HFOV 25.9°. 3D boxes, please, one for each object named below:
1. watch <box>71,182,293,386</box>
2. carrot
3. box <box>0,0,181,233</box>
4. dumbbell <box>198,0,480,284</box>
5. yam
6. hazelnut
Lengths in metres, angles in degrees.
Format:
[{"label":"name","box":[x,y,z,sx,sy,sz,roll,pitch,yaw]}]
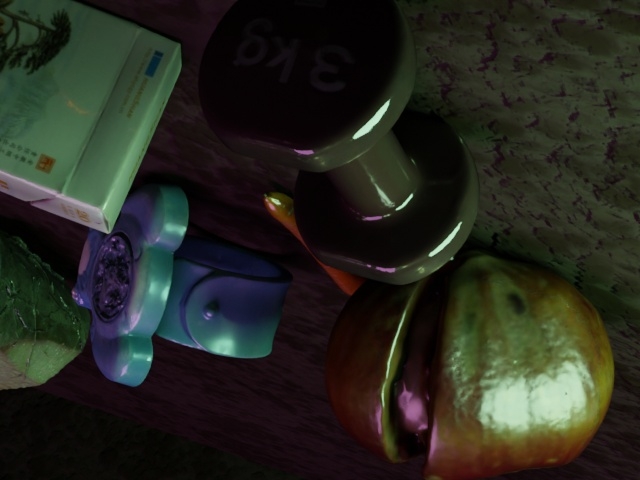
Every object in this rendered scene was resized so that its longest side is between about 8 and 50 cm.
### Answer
[{"label":"watch","box":[-0.136,0.047,1.454,0.193,0.211,0.211,11,172,-32]},{"label":"carrot","box":[0.000,0.000,1.336,0.037,0.037,0.190,9,156,37]},{"label":"box","box":[-0.238,-0.120,1.057,0.233,0.150,0.067,22,167,1]},{"label":"dumbbell","box":[0.019,-0.069,0.926,0.140,0.124,0.225,15,162,26]},{"label":"yam","box":[-0.447,0.094,1.922,0.202,0.201,0.271,-7,149,20]},{"label":"hazelnut","box":[0.132,0.103,1.229,0.251,0.217,0.217,9,161,12]}]
